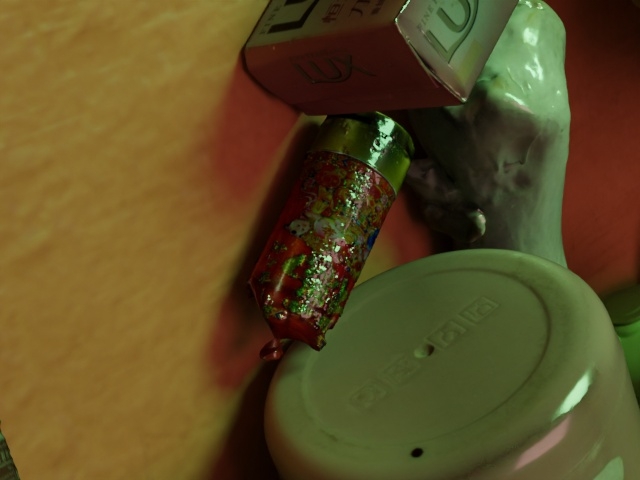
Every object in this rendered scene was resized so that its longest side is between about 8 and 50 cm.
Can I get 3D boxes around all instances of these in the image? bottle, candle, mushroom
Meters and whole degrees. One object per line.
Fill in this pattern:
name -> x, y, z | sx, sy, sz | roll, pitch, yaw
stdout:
bottle -> 0.113, 0.165, 0.637 | 0.173, 0.206, 0.297 | -60, 136, -46
candle -> 0.000, 0.000, 0.604 | 0.052, 0.052, 0.130 | 43, 65, -41
mushroom -> 0.107, -0.015, 0.684 | 0.099, 0.096, 0.278 | -37, 125, -35

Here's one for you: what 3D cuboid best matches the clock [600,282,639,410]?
clock -> 0.240, 0.101, 0.855 | 0.170, 0.069, 0.232 | 37, 69, -42

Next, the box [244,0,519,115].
box -> 0.044, -0.133, 0.587 | 0.060, 0.111, 0.156 | 43, 64, -32

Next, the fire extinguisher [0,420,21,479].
fire extinguisher -> -0.109, 0.167, 0.408 | 0.093, 0.118, 0.294 | -22, 88, -1

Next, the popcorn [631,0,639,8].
popcorn -> 0.347, -0.245, 0.721 | 0.390, 0.354, 0.344 | -13, 86, -43
